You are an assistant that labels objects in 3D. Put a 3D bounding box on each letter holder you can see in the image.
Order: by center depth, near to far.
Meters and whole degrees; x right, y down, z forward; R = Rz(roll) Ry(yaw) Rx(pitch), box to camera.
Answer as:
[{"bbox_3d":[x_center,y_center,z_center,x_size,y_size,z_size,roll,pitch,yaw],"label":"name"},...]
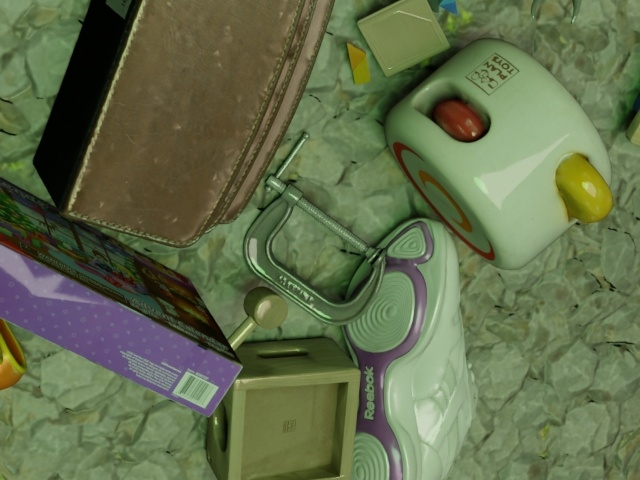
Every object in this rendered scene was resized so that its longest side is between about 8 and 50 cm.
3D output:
[{"bbox_3d":[-0.084,-0.151,1.009,0.214,0.152,0.302,17,102,-26],"label":"letter holder"}]

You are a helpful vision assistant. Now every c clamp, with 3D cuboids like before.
[{"bbox_3d":[0.000,0.000,1.138,0.161,0.022,0.137,41,99,-6],"label":"c clamp"}]

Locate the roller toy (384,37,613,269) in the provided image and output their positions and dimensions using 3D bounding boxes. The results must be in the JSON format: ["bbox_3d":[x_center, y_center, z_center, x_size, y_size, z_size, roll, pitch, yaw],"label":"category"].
[{"bbox_3d":[0.168,-0.084,1.097,0.146,0.209,0.191,-40,96,-4],"label":"roller toy"}]

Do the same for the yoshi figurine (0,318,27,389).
[{"bbox_3d":[-0.424,0.168,0.975,0.362,0.203,0.203,-25,121,-7],"label":"yoshi figurine"}]

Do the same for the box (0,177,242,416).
[{"bbox_3d":[-0.219,0.025,0.991,0.293,0.201,0.057,31,97,-27],"label":"box"}]

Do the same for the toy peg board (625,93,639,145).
[{"bbox_3d":[0.408,-0.168,1.235,0.161,0.079,0.160,13,119,-23],"label":"toy peg board"}]

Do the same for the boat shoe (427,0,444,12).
[{"bbox_3d":[0.104,-0.281,1.088,0.040,0.049,0.142,-21,112,-13],"label":"boat shoe"}]

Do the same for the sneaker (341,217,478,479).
[{"bbox_3d":[0.098,0.124,1.214,0.152,0.114,0.305,-5,106,-48],"label":"sneaker"}]

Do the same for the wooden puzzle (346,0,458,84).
[{"bbox_3d":[0.076,-0.192,1.104,0.116,0.014,0.078,-18,130,10],"label":"wooden puzzle"}]

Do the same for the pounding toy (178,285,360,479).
[{"bbox_3d":[-0.062,0.134,1.146,0.181,0.094,0.206,-2,109,-20],"label":"pounding toy"}]

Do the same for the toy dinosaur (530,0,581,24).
[{"bbox_3d":[0.310,-0.338,1.125,0.313,0.121,0.160,-22,127,-17],"label":"toy dinosaur"}]
